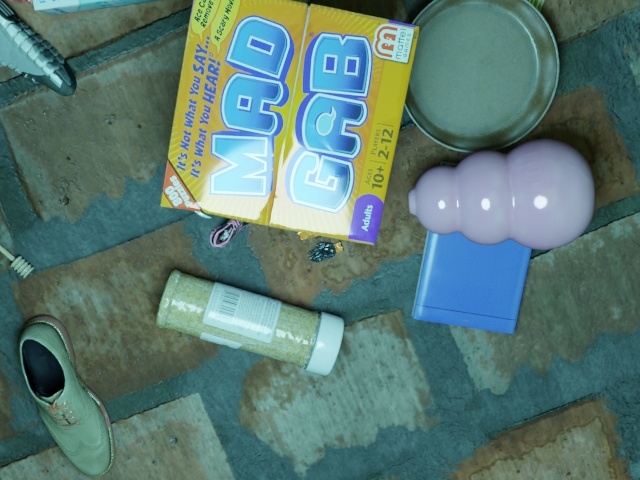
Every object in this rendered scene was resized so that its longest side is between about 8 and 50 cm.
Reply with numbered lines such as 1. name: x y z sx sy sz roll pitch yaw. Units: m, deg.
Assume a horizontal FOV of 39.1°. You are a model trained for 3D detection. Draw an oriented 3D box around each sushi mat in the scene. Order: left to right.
1. sushi mat: 0.332 -0.401 1.741 0.151 0.019 0.317 19 99 -7

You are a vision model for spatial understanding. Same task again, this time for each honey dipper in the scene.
1. honey dipper: -0.629 0.010 1.762 0.160 0.030 0.030 43 95 -6

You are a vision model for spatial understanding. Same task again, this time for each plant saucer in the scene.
1. plant saucer: 0.297 -0.324 1.719 0.310 0.050 0.311 -1 101 -3

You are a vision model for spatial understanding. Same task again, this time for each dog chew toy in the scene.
1. dog chew toy: 0.329 -0.082 1.671 0.331 0.206 0.207 -2 100 6

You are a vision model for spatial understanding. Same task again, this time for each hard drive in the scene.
1. hard drive: 0.315 0.016 1.803 0.210 0.040 0.319 9 99 -4

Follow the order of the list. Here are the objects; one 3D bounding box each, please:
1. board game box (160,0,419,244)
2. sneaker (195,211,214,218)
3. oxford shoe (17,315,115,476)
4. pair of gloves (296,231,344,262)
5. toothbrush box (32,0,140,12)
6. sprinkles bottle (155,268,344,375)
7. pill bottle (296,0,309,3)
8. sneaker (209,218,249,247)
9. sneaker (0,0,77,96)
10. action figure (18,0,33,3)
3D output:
1. board game box: -0.058 -0.223 1.582 0.356 0.356 0.357 10 99 -5
2. sneaker: -0.240 -0.075 1.764 0.083 0.031 0.035 36 96 -8
3. oxford shoe: -0.511 0.325 1.771 0.123 0.130 0.348 -24 100 2
4. pair of gloves: 0.000 0.000 1.800 0.074 0.010 0.083 -24 103 0
5. toothbrush box: -0.378 -0.538 1.630 0.295 0.126 0.216 -7 99 0
6. sprinkles bottle: -0.137 0.160 1.766 0.355 0.121 0.121 17 99 -5
7. pill bottle: -0.013 -0.623 1.583 0.224 0.224 0.392 29 98 -7
8. sneaker: -0.170 -0.029 1.764 0.047 0.057 0.119 41 94 -7
9. sneaker: -0.572 -0.330 1.687 0.132 0.086 0.229 -41 97 16
10. action figure: -0.587 -0.465 1.677 0.115 0.030 0.038 20 134 -7
